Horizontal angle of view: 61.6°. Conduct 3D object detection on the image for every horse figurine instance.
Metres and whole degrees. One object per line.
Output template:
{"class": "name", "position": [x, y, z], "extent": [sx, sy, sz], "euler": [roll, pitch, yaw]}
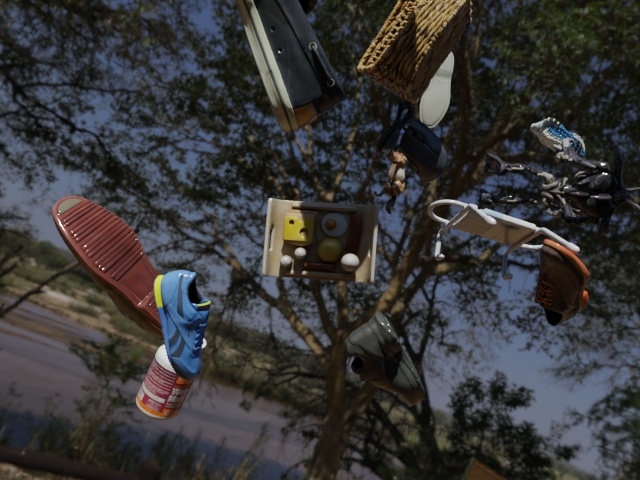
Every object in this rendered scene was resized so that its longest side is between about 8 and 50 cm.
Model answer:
{"class": "horse figurine", "position": [0.251, -0.221, 1.816], "extent": [0.066, 0.263, 0.174], "euler": [12, 5, 31]}

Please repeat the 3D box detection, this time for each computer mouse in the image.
{"class": "computer mouse", "position": [0.307, -0.278, 1.637], "extent": [0.272, 0.188, 0.072], "euler": [38, -15, -32]}

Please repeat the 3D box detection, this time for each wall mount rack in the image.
{"class": "wall mount rack", "position": [0.441, -0.008, 1.313], "extent": [0.350, 0.130, 0.304], "euler": [16, -23, -7]}

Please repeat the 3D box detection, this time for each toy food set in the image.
{"class": "toy food set", "position": [0.000, 0.000, 1.474], "extent": [0.306, 0.219, 0.092], "euler": [4, -2, 3]}

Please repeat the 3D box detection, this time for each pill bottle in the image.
{"class": "pill bottle", "position": [-0.390, 0.349, 1.414], "extent": [0.121, 0.221, 0.121], "euler": [26, 11, -5]}

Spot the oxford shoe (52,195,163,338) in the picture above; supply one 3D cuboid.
{"class": "oxford shoe", "position": [-0.398, 0.070, 1.048], "extent": [0.348, 0.123, 0.130], "euler": [51, -48, -7]}

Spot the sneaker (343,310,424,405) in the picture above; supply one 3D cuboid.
{"class": "sneaker", "position": [0.144, 0.288, 1.233], "extent": [0.286, 0.130, 0.109], "euler": [59, 2, -29]}

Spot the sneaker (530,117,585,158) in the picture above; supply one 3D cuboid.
{"class": "sneaker", "position": [0.691, -0.293, 1.569], "extent": [0.191, 0.071, 0.083], "euler": [34, -4, -20]}

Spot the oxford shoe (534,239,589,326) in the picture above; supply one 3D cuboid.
{"class": "oxford shoe", "position": [0.521, 0.102, 1.179], "extent": [0.097, 0.098, 0.271], "euler": [37, -11, 49]}

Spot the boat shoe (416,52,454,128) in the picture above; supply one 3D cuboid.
{"class": "boat shoe", "position": [0.363, -0.483, 1.724], "extent": [0.095, 0.254, 0.079], "euler": [6, 3, -7]}

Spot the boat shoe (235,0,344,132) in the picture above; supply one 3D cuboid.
{"class": "boat shoe", "position": [-0.085, -0.460, 1.010], "extent": [0.156, 0.500, 0.187], "euler": [-19, 7, 1]}

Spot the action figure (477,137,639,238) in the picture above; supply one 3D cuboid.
{"class": "action figure", "position": [0.434, -0.101, 0.970], "extent": [0.276, 0.164, 0.141], "euler": [8, 25, 11]}

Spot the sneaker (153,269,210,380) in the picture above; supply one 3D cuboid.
{"class": "sneaker", "position": [-0.232, 0.154, 0.953], "extent": [0.082, 0.209, 0.069], "euler": [-7, 14, 9]}

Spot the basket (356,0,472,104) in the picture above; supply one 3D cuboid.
{"class": "basket", "position": [0.237, -0.564, 1.458], "extent": [0.223, 0.299, 0.213], "euler": [38, 11, 14]}
